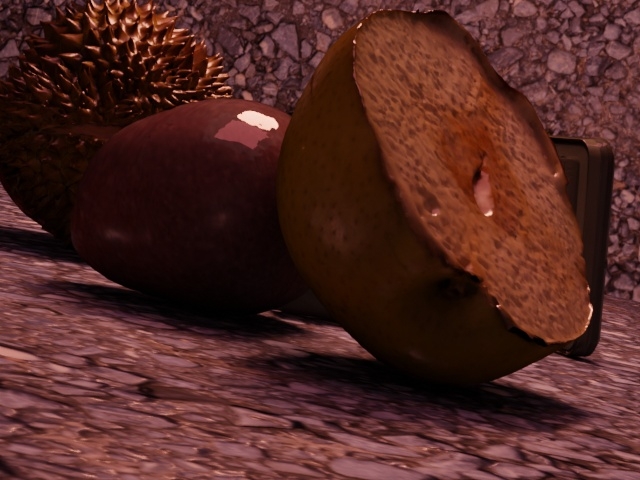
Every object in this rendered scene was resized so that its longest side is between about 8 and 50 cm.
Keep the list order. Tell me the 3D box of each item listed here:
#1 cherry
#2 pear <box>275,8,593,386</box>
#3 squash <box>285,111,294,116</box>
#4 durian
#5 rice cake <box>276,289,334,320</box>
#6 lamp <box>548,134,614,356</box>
[{"bbox_3d":[-0.113,-0.033,1.467,0.307,0.221,0.261,-3,-11,17],"label":"cherry"},{"bbox_3d":[0.080,-0.025,1.307,0.340,0.191,0.386,48,28,-18],"label":"pear"},{"bbox_3d":[-0.018,-0.060,1.990,0.252,0.252,0.165,9,23,-43],"label":"squash"},{"bbox_3d":[-0.280,-0.152,1.897,0.347,0.348,0.384,9,1,-35],"label":"durian"},{"bbox_3d":[0.059,0.064,1.613,0.221,0.080,0.042,11,29,-11],"label":"rice cake"},{"bbox_3d":[0.282,-0.003,1.849,0.047,0.269,0.266,2,6,-23],"label":"lamp"}]
